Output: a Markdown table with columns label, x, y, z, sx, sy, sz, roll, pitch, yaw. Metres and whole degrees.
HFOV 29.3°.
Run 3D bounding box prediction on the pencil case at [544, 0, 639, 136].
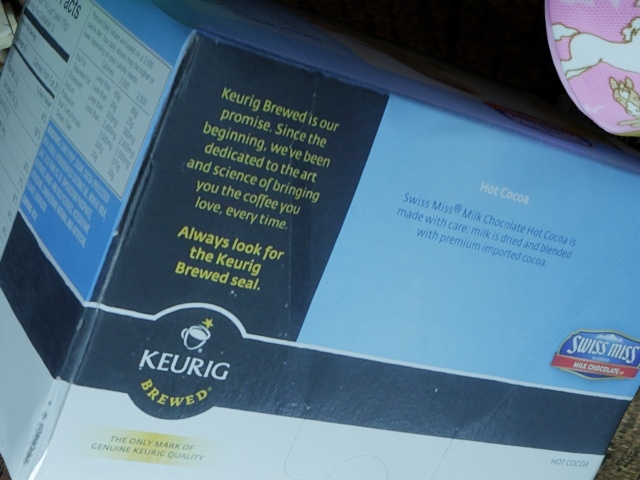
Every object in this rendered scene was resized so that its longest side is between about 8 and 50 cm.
| label | x | y | z | sx | sy | sz | roll | pitch | yaw |
| --- | --- | --- | --- | --- | --- | --- | --- | --- | --- |
| pencil case | 0.281 | -0.093 | 0.471 | 0.167 | 0.160 | 0.386 | -18 | -157 | -42 |

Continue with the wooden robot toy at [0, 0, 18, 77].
| label | x | y | z | sx | sy | sz | roll | pitch | yaw |
| --- | --- | --- | --- | --- | --- | --- | --- | --- | --- |
| wooden robot toy | -0.212 | -0.139 | 0.923 | 0.079 | 0.076 | 0.173 | -20 | 156 | -7 |

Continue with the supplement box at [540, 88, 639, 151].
| label | x | y | z | sx | sy | sz | roll | pitch | yaw |
| --- | --- | --- | --- | --- | --- | --- | --- | --- | --- |
| supplement box | 0.250 | -0.059 | 0.782 | 0.130 | 0.073 | 0.239 | 29 | 154 | -30 |

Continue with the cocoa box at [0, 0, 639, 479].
| label | x | y | z | sx | sy | sz | roll | pitch | yaw |
| --- | --- | --- | --- | --- | --- | --- | --- | --- | --- |
| cocoa box | 0.000 | 0.000 | 0.686 | 0.347 | 0.228 | 0.231 | 13 | -163 | -33 |
